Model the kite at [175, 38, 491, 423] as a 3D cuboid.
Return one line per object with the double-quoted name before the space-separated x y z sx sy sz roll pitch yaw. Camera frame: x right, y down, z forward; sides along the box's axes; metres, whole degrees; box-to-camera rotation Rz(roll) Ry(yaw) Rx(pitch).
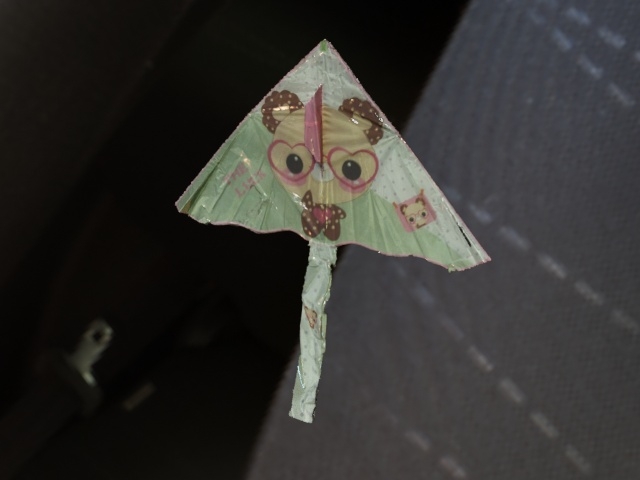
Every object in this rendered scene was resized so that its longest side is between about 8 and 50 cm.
"kite" 0.001 0.000 0.962 0.229 0.012 0.250 13 112 31
